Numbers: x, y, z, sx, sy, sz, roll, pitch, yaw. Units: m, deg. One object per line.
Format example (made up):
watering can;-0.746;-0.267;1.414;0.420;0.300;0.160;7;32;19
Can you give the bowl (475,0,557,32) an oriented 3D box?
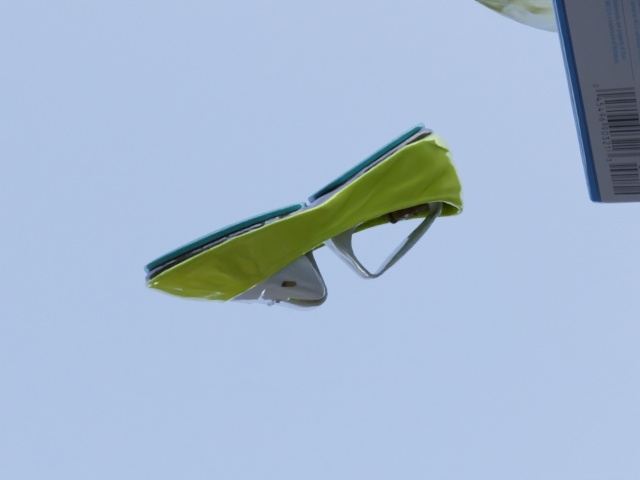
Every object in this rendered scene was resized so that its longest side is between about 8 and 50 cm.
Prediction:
bowl;0.172;-0.247;0.716;0.289;0.156;0.290;-2;-85;-20

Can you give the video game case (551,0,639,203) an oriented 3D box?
video game case;0.132;-0.054;0.302;0.166;0.015;0.119;-1;-42;19

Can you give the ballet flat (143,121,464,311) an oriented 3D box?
ballet flat;0.000;0.000;0.950;0.231;0.077;0.077;-28;-90;-24
